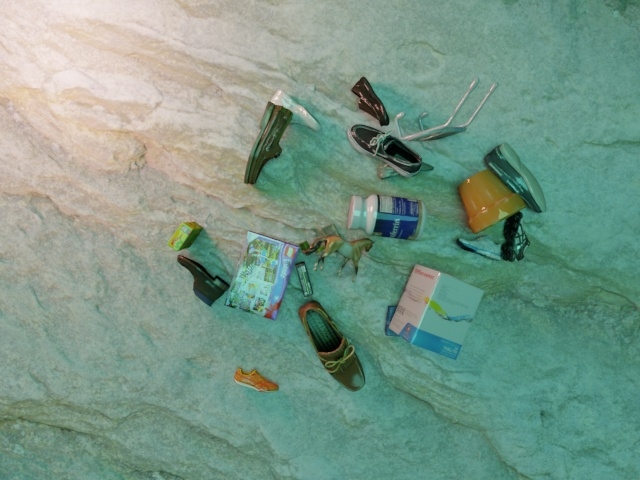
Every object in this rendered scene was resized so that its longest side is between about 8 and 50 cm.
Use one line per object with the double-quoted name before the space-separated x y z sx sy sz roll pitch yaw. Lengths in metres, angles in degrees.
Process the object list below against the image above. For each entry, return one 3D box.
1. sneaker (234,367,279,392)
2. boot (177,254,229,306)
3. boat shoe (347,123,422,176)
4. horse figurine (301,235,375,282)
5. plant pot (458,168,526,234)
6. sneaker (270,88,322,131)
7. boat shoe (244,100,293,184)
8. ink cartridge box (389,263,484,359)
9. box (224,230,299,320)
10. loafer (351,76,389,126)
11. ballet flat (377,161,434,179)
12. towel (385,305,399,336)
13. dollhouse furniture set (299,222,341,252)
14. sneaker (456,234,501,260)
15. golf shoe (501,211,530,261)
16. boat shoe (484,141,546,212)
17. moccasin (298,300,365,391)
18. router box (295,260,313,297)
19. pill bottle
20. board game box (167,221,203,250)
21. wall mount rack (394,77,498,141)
"sneaker" -0.238 0.530 1.666 0.175 0.064 0.067 20 82 -7
"boot" -0.454 0.148 1.618 0.219 0.082 0.106 36 88 -7
"boat shoe" 0.229 -0.342 1.587 0.306 0.105 0.113 40 78 13
"horse figurine" 0.070 0.048 1.620 0.264 0.066 0.174 19 98 -25
"plant pot" 0.613 -0.152 1.622 0.205 0.205 0.187 -28 79 -2
"sneaker" -0.093 -0.454 1.615 0.212 0.080 0.094 39 102 2
"boat shoe" -0.188 -0.334 1.578 0.105 0.110 0.307 19 106 -10
"ink cartridge box" 0.417 0.253 1.606 0.197 0.198 0.269 23 90 -14
"box" -0.218 0.131 1.644 0.201 0.057 0.293 18 92 -4
"loafer" 0.180 -0.493 1.606 0.078 0.080 0.219 -30 66 11
"ballet flat" 0.319 -0.276 1.644 0.214 0.072 0.068 -11 100 -2
"towel" 0.286 0.311 1.701 0.067 0.029 0.119 6 94 -6
"dollhouse furniture set" 0.000 0.000 1.667 0.152 0.058 0.076 -27 87 -21
"sneaker" 0.610 0.012 1.691 0.191 0.071 0.082 18 86 -13
"golf shoe" 0.760 -0.015 1.697 0.094 0.077 0.198 5 100 -15
"boat shoe" 0.749 -0.226 1.682 0.099 0.116 0.319 -30 106 42
"moccasin" 0.049 0.397 1.632 0.139 0.147 0.379 -26 95 -2
"router box" -0.060 0.144 1.637 0.038 0.092 0.122 -16 94 -3
"pill bottle" 0.239 -0.088 1.612 0.265 0.153 0.153 7 93 -3
"board game box" -0.474 -0.017 1.555 0.043 0.181 0.092 36 91 -5
"wall mount rack" 0.436 -0.430 1.501 0.304 0.350 0.130 -11 96 39
